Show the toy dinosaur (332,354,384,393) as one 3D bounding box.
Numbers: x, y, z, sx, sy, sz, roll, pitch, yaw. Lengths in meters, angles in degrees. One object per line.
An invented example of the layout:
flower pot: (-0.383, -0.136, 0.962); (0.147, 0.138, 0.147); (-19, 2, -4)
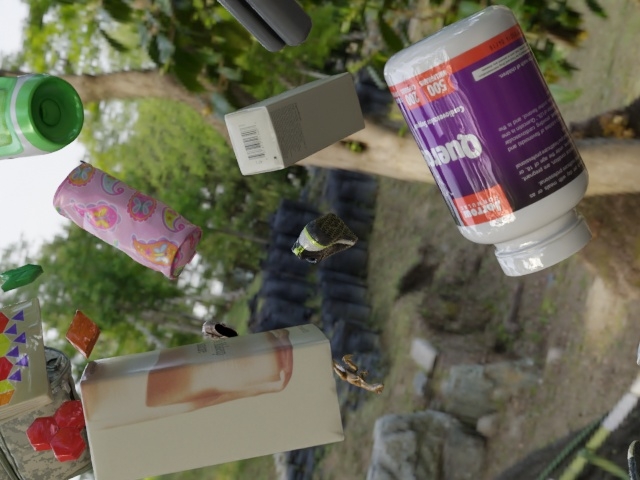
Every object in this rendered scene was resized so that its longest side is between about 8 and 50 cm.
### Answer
toy dinosaur: (0.062, 0.322, 2.413); (0.064, 0.211, 0.112); (-46, -47, -16)

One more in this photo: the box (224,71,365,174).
box: (-0.038, -0.205, 1.707); (0.275, 0.094, 0.113); (-31, -71, -52)

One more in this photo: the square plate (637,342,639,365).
square plate: (0.713, 0.043, 1.700); (0.049, 0.344, 0.347); (51, 140, 46)

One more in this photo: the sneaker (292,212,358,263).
sneaker: (0.000, 0.000, 2.148); (0.097, 0.084, 0.235); (-46, -16, 17)

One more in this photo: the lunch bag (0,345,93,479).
lunch bag: (-0.599, 0.356, 2.014); (0.212, 0.256, 0.305); (-89, -8, -50)

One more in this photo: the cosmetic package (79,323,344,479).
cosmetic package: (-0.133, 0.195, 1.212); (0.153, 0.296, 0.129); (-166, 68, -80)

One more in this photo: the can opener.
can opener: (-0.128, -0.300, 1.106); (0.076, 0.283, 0.095); (-4, 54, 46)

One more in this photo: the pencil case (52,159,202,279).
pencil case: (-0.368, -0.040, 1.883); (0.124, 0.284, 0.124); (-59, -10, -17)

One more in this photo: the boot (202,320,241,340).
boot: (-0.183, 0.193, 1.973); (0.087, 0.118, 0.042); (-18, 54, 62)

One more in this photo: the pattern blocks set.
pattern blocks set: (-0.436, 0.171, 1.330); (0.026, 0.285, 0.325); (76, -177, -51)

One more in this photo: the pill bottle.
pill bottle: (0.224, -0.124, 1.265); (0.323, 0.181, 0.181); (63, -175, -8)

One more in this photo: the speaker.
speaker: (-0.517, -0.192, 1.583); (0.131, 0.296, 0.131); (4, -95, -54)

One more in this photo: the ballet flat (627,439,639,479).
ballet flat: (0.408, 0.333, 1.219); (0.049, 0.057, 0.173); (130, 137, -56)
